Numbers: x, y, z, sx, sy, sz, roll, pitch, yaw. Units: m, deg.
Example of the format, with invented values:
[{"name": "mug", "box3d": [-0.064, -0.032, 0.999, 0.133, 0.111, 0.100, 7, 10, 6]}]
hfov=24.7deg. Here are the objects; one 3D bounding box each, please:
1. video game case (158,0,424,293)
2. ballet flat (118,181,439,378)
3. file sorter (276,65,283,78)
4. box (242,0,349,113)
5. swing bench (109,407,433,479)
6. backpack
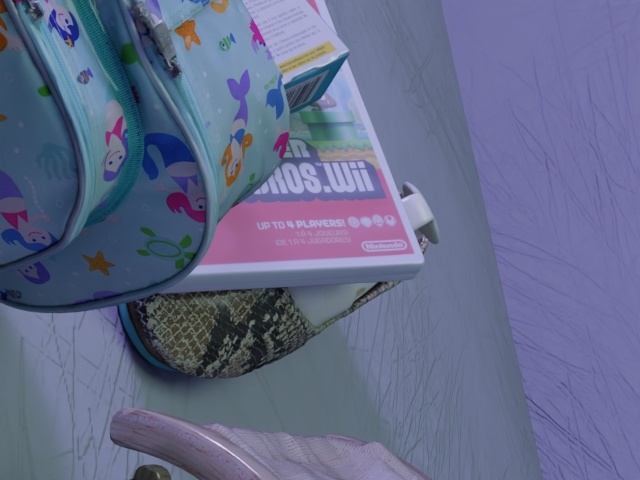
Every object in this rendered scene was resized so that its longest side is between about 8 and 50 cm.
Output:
[{"name": "video game case", "box3d": [-0.057, -0.088, 1.086, 0.025, 0.204, 0.285, -60, -140, 48]}, {"name": "ballet flat", "box3d": [0.000, 0.000, 1.208, 0.483, 0.182, 0.164, -15, 89, -74]}, {"name": "file sorter", "box3d": [-0.159, -0.208, 0.927, 0.193, 0.173, 0.277, 3, 69, -74]}, {"name": "box", "box3d": [-0.097, -0.194, 1.081, 0.100, 0.060, 0.244, -30, 74, -39]}, {"name": "swing bench", "box3d": [-0.063, 0.168, 0.677, 0.253, 0.255, 0.165, 28, 45, -68]}, {"name": "backpack", "box3d": [-0.146, -0.082, 0.723, 0.253, 0.225, 0.191, 59, 37, -25]}]
